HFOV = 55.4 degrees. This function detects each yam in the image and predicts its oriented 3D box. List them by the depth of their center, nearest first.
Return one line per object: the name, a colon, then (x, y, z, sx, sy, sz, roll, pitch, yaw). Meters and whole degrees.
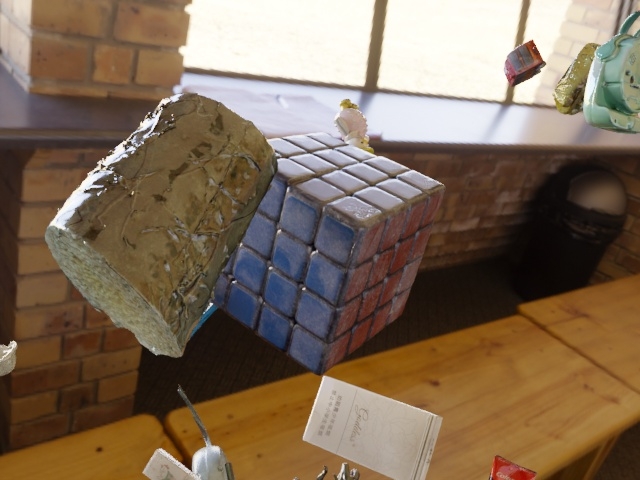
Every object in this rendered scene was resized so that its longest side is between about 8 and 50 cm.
yam: (-0.215, -0.037, 0.881, 0.241, 0.241, 0.348, 20, 58, 11)

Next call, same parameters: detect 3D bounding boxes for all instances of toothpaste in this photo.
toothpaste: (0.301, 0.463, 1.045, 0.071, 0.194, 0.045, 22, 14, 18)

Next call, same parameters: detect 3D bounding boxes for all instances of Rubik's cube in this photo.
Rubik's cube: (0.000, 0.000, 1.245, 0.337, 0.345, 0.343, 30, 29, 25)

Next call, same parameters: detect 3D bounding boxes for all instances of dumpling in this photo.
dumpling: (-0.569, 0.214, 1.104, 0.052, 0.076, 0.057, 33, 48, 17)

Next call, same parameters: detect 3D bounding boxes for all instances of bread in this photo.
bread: (0.562, -0.340, 1.301, 0.117, 0.156, 0.064, -3, 38, -46)

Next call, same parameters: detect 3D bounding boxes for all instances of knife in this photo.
knife: (-0.291, 0.190, 1.550, 0.026, 0.296, 0.044, 36, 30, -19)

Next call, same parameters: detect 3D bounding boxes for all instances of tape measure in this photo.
tape measure: (-0.247, 0.449, 1.340, 0.084, 0.164, 0.330, -12, 60, -14)

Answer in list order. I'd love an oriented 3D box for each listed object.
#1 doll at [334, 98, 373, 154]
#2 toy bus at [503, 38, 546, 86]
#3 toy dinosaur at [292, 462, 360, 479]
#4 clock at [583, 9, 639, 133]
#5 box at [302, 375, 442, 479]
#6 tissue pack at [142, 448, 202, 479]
doll: (0.082, -0.259, 1.508, 0.129, 0.081, 0.207, 25, 44, -45)
toy bus: (0.452, -0.392, 1.364, 0.065, 0.077, 0.192, 63, 15, 2)
toy dinosaur: (0.014, 0.515, 1.124, 0.187, 0.179, 0.087, -28, 13, -10)
clock: (0.361, -0.197, 0.720, 0.101, 0.135, 0.041, 0, 11, -36)
box: (0.077, 0.290, 0.936, 0.198, 0.109, 0.029, 14, -12, 28)
tissue pack: (-0.287, 0.458, 1.184, 0.108, 0.056, 0.023, 30, -3, 15)
